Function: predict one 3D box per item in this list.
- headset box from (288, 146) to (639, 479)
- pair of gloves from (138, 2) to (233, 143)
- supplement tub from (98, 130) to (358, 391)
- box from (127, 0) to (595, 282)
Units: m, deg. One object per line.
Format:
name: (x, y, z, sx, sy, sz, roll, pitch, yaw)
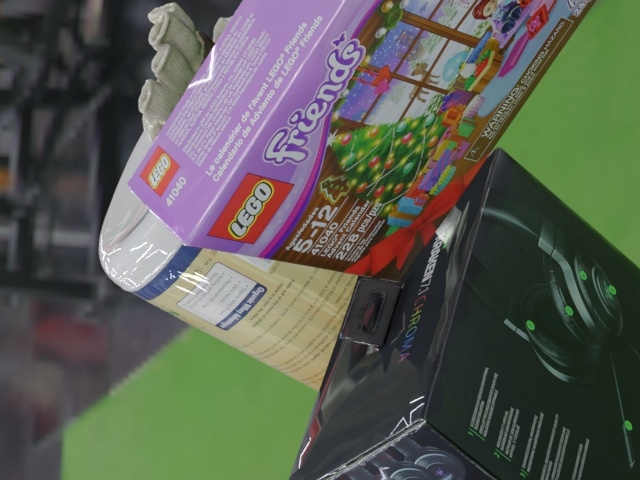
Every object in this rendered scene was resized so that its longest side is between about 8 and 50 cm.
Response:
headset box: (0.132, 0.118, 1.230, 0.131, 0.283, 0.246, -35, 25, 39)
pair of gloves: (-0.049, -0.151, 1.396, 0.042, 0.204, 0.240, 10, 77, 34)
supplement tub: (0.000, 0.000, 1.646, 0.228, 0.316, 0.228, -52, 19, 26)
box: (0.052, -0.116, 1.014, 0.057, 0.201, 0.293, 44, 108, 31)
